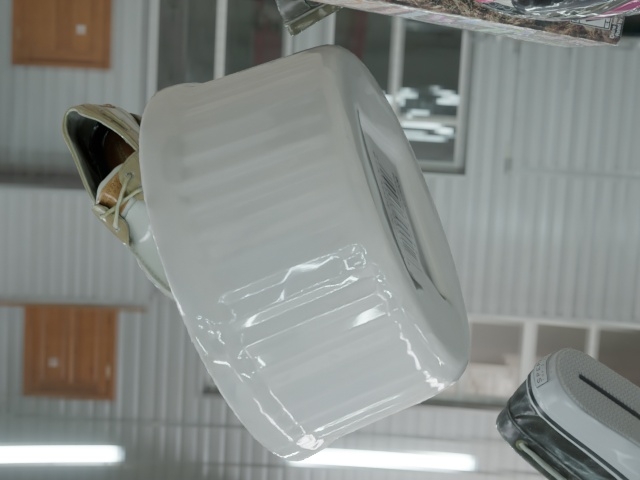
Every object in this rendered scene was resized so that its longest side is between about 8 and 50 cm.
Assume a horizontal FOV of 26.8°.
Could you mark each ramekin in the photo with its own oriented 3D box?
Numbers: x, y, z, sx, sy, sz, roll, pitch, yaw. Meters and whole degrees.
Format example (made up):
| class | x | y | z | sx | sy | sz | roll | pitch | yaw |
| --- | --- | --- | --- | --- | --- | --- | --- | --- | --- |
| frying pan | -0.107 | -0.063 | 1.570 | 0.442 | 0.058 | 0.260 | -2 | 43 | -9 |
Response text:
| class | x | y | z | sx | sy | sz | roll | pitch | yaw |
| --- | --- | --- | --- | --- | --- | --- | --- | --- | --- |
| ramekin | 0.000 | 0.000 | 0.926 | 0.135 | 0.277 | 0.277 | -22 | -176 | 14 |

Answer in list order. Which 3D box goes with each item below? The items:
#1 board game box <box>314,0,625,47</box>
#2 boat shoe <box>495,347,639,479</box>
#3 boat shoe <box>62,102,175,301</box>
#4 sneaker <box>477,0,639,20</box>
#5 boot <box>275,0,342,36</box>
| class | x | y | z | sx | sy | sz | roll | pitch | yaw |
| --- | --- | --- | --- | --- | --- | --- | --- | --- | --- |
| board game box | 0.116 | -0.301 | 1.129 | 0.291 | 0.232 | 0.141 | 8 | -174 | -8 |
| boat shoe | 0.319 | 0.235 | 1.301 | 0.335 | 0.119 | 0.121 | 40 | -140 | -3 |
| boat shoe | -0.202 | -0.041 | 1.479 | 0.103 | 0.113 | 0.302 | 20 | -156 | -47 |
| sneaker | 0.205 | -0.173 | 0.632 | 0.299 | 0.121 | 0.112 | -6 | 179 | 13 |
| boot | -0.030 | -0.346 | 1.470 | 0.189 | 0.208 | 0.076 | -27 | -169 | 29 |
